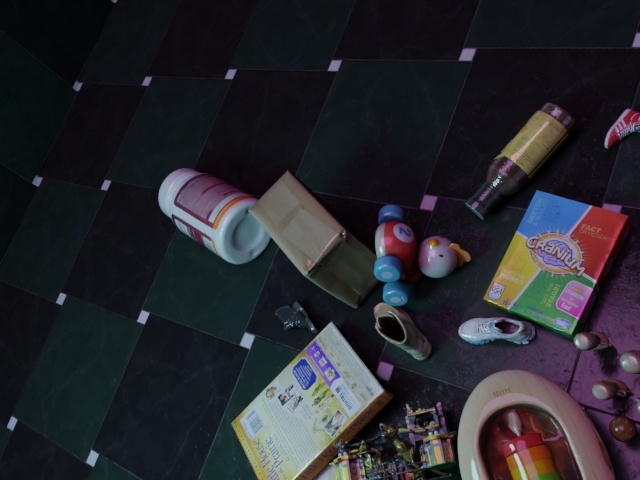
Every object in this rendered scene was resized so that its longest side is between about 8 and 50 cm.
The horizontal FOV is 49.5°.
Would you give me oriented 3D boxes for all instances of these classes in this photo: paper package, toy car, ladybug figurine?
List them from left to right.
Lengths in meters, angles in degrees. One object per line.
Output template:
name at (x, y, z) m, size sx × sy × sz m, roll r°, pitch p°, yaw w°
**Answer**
paper package at (0.000, 0.000, 1.968) m, size 0.168 × 0.309 × 0.325 m, roll -46°, pitch 51°, yaw 4°
toy car at (0.277, 0.032, 1.849) m, size 0.238 × 0.210 × 0.219 m, roll -6°, pitch 48°, yaw 16°
ladybug figurine at (0.465, 0.503, 1.492) m, size 0.305 × 0.162 × 0.449 m, roll -20°, pitch 60°, yaw 15°

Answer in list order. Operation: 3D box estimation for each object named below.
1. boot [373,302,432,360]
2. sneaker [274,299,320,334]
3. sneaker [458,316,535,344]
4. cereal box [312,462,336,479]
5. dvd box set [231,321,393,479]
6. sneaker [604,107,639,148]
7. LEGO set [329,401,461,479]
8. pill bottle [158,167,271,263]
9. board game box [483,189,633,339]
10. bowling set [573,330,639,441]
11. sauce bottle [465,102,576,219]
boot at (0.188, 0.218, 1.828) m, size 0.077 × 0.165 × 0.213 m, roll -48°, pitch 50°, yaw 6°
sneaker at (-0.069, 0.244, 2.070) m, size 0.089 × 0.051 × 0.170 m, roll -46°, pitch 46°, yaw 8°
sneaker at (0.427, 0.215, 1.722) m, size 0.191 × 0.083 × 0.071 m, roll -8°, pitch 66°, yaw 33°
cereal box at (-0.036, 0.677, 1.838) m, size 0.240 × 0.047 × 0.172 m, roll -10°, pitch 62°, yaw 31°
dvd box set at (-0.033, 0.464, 1.887) m, size 0.420 × 0.062 × 0.307 m, roll -46°, pitch 40°, yaw 3°
sneaker at (0.771, -0.275, 1.746) m, size 0.067 × 0.042 × 0.118 m, roll 33°, pitch 87°, yaw 43°
LEGO set at (0.180, 0.479, 1.661) m, size 0.331 × 0.255 × 0.192 m, roll -22°, pitch 57°, yaw 21°
pill bottle at (-0.357, -0.094, 2.315) m, size 0.392 × 0.224 × 0.224 m, roll 29°, pitch 86°, yaw 39°
board game box at (0.579, 0.055, 1.705) m, size 0.242 × 0.064 × 0.316 m, roll 22°, pitch 82°, yaw 39°
bowling set at (0.667, 0.320, 1.492) m, size 0.287 × 0.154 × 0.199 m, roll 24°, pitch 102°, yaw 38°
sauce bottle at (0.522, -0.206, 1.838) m, size 0.344 × 0.111 × 0.111 m, roll -48°, pitch 50°, yaw 4°
